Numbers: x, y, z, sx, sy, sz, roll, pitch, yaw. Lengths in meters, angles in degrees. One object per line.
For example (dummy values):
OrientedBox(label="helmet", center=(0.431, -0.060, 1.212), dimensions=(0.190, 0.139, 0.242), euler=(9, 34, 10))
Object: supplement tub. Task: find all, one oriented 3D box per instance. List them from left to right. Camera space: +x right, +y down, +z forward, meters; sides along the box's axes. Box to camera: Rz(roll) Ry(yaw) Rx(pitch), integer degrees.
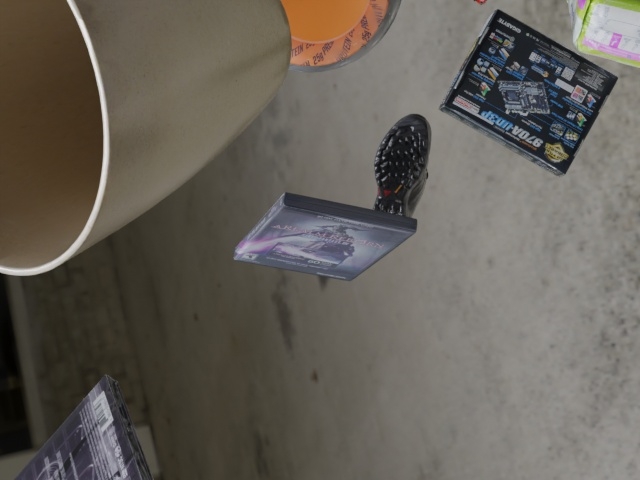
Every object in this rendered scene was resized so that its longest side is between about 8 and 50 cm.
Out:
OrientedBox(label="supplement tub", center=(-0.012, -0.291, 1.251), dimensions=(0.316, 0.193, 0.193), euler=(-92, -1, -71))

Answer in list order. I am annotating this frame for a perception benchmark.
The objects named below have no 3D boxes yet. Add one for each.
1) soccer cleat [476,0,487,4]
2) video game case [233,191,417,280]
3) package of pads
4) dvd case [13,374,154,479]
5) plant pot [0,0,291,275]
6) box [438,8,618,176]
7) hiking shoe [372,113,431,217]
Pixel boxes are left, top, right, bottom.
OrientedBox(label="soccer cleat", center=(0.269, -0.417, 1.879), dimensions=(0.029, 0.035, 0.083), euler=(33, 143, 17))
OrientedBox(label="video game case", center=(0.000, 0.000, 1.711), dimensions=(0.274, 0.196, 0.026), euler=(139, 139, -66))
OrientedBox(label="package of pads", center=(0.545, -0.341, 1.844), dimensions=(0.229, 0.296, 0.101), euler=(-73, -3, -60))
OrientedBox(label="dvd case", center=(-0.197, 0.214, 0.790), dimensions=(0.018, 0.221, 0.164), euler=(39, -175, -30))
OrientedBox(label="plant pot", center=(-0.155, -0.135, 0.896), dimensions=(0.256, 0.274, 0.256), euler=(14, 114, 33))
OrientedBox(label="box", center=(0.320, -0.226, 1.798), dimensions=(0.175, 0.220, 0.051), euler=(-61, 2, -2))
OrientedBox(label="hiking shoe", center=(0.134, -0.116, 1.907), dimensions=(0.114, 0.086, 0.227), euler=(-61, -13, -56))
